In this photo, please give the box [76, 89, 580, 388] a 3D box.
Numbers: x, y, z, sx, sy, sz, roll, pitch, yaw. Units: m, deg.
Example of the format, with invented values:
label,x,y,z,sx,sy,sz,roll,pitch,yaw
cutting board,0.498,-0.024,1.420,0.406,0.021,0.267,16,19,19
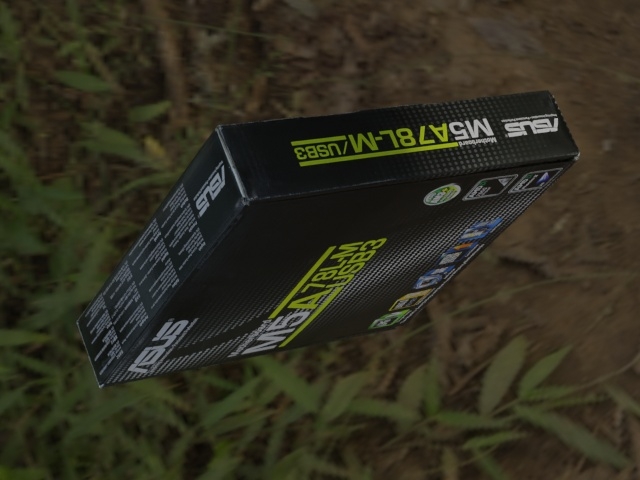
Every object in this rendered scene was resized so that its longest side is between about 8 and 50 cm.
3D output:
label,x,y,z,sx,sy,sz,roll,pitch,yaw
box,0.000,0.000,0.903,0.191,0.184,0.045,-48,60,50
